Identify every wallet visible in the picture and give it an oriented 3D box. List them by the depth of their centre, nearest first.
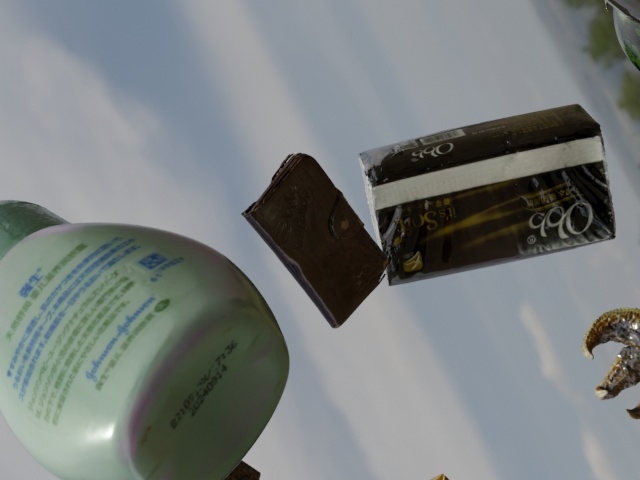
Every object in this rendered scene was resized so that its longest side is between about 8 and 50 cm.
[{"bbox_3d":[0.000,0.000,1.604,0.026,0.095,0.176,21,154,50],"label":"wallet"}]

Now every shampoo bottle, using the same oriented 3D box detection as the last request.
[{"bbox_3d":[-0.198,0.073,1.376,0.349,0.222,0.151,26,166,41],"label":"shampoo bottle"}]

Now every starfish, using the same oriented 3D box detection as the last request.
[{"bbox_3d":[0.478,0.139,2.265,0.216,0.238,0.071,23,-162,-3],"label":"starfish"}]

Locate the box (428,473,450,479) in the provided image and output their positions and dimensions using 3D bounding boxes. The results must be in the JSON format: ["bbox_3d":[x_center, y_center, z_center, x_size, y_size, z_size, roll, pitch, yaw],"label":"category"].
[{"bbox_3d":[0.117,0.446,1.779,0.283,0.259,0.214,48,165,4],"label":"box"}]

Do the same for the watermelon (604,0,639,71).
[{"bbox_3d":[0.465,-0.294,1.928,0.269,0.269,0.269,58,-168,-19],"label":"watermelon"}]

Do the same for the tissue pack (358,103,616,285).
[{"bbox_3d":[0.246,-0.075,2.527,0.210,0.370,0.198,-98,-3,-70],"label":"tissue pack"}]

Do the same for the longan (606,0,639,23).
[{"bbox_3d":[0.365,-0.382,1.459,0.404,0.404,0.436,54,-155,-32],"label":"longan"}]

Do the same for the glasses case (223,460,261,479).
[{"bbox_3d":[-0.182,0.286,2.195,0.218,0.049,0.075,37,-119,-20],"label":"glasses case"}]
